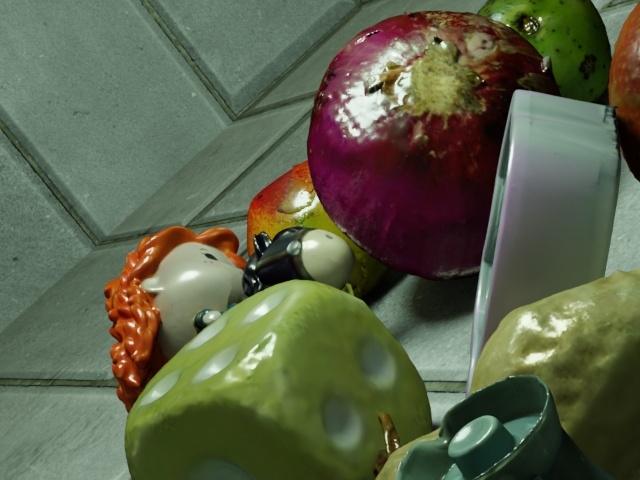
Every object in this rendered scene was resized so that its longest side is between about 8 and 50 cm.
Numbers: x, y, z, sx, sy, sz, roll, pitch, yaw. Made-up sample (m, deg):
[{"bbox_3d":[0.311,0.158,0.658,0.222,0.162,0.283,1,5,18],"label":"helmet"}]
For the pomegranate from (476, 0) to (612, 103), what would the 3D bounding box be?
[{"bbox_3d":[0.308,-0.248,2.415,0.214,0.214,0.248,-38,-19,-1],"label":"pomegranate"}]

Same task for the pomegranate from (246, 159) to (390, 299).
[{"bbox_3d":[0.000,0.000,2.316,0.210,0.210,0.235,-33,21,15],"label":"pomegranate"}]

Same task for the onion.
[{"bbox_3d":[0.150,-0.092,2.152,0.348,0.348,0.385,-42,-22,-17],"label":"onion"}]

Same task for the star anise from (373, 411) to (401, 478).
[{"bbox_3d":[0.091,0.245,1.600,0.212,0.111,0.196,-5,42,52],"label":"star anise"}]

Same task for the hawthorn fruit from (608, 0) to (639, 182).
[{"bbox_3d":[0.420,-0.164,1.748,0.275,0.275,0.299,-33,18,14],"label":"hawthorn fruit"}]

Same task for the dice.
[{"bbox_3d":[-0.045,0.196,1.802,0.238,0.226,0.233,-27,16,37],"label":"dice"}]

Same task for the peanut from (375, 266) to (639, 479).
[{"bbox_3d":[0.195,0.158,1.429,0.387,0.192,0.169,-41,2,-14],"label":"peanut"}]

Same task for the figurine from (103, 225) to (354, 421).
[{"bbox_3d":[-0.114,0.110,2.139,0.412,0.241,0.306,-14,62,51],"label":"figurine"}]

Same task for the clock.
[{"bbox_3d":[0.212,0.027,1.678,0.102,0.338,0.338,10,25,3],"label":"clock"}]

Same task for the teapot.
[{"bbox_3d":[0.175,0.222,1.228,0.171,0.225,0.203,-40,15,-8],"label":"teapot"}]
